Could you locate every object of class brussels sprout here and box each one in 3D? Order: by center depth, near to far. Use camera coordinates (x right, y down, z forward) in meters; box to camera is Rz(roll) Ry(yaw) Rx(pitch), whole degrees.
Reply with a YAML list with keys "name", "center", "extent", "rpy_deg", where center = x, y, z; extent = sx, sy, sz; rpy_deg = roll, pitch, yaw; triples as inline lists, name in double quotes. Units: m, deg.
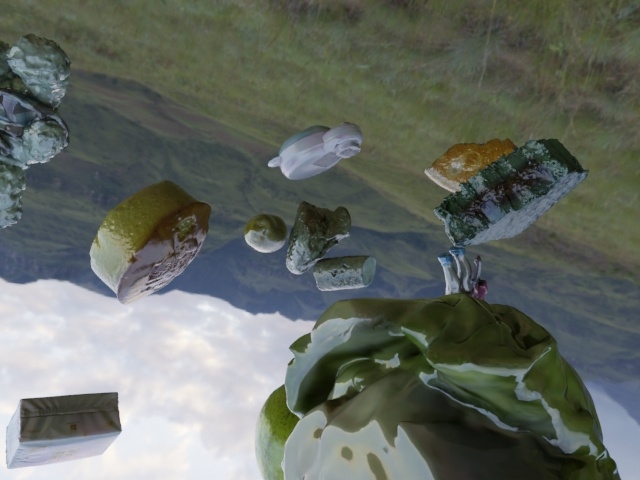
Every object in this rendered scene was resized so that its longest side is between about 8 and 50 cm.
- name: "brussels sprout"
  center: [0.159, 0.281, 0.565]
  extent: [0.342, 0.426, 0.361]
  rpy_deg: [-8, 165, 42]

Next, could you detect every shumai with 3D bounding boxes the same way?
- name: "shumai"
  center: [0.000, 0.000, 1.626]
  extent: [0.203, 0.272, 0.222]
  rpy_deg: [17, 161, -8]

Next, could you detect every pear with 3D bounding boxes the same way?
- name: "pear"
  center: [-0.024, 0.588, 1.449]
  extent: [0.390, 0.391, 0.391]
  rpy_deg: [14, -176, -1]

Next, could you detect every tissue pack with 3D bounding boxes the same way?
- name: "tissue pack"
  center: [-0.643, 0.475, 1.210]
  extent: [0.225, 0.185, 0.124]
  rpy_deg: [9, -134, -38]

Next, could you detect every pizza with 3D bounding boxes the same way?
- name: "pizza"
  center: [0.504, -0.223, 1.495]
  extent: [0.365, 0.182, 0.074]
  rpy_deg: [1, 169, 26]

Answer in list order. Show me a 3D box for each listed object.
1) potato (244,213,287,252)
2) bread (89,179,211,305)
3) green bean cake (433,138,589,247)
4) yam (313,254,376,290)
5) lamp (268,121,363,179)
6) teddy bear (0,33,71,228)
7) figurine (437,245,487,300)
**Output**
- name: "potato"
  center: [-0.195, -0.033, 1.710]
  extent: [0.157, 0.157, 0.194]
  rpy_deg: [14, 170, 4]
- name: "bread"
  center: [-0.350, 0.006, 1.022]
  extent: [0.148, 0.270, 0.270]
  rpy_deg: [38, -172, 8]
- name: "green bean cake"
  center: [0.329, -0.086, 0.848]
  extent: [0.193, 0.107, 0.208]
  rpy_deg: [-7, 153, -33]
- name: "yam"
  center: [0.081, 0.102, 1.530]
  extent: [0.194, 0.108, 0.107]
  rpy_deg: [-8, 170, 35]
- name: "lamp"
  center: [-0.008, -0.241, 1.245]
  extent: [0.245, 0.108, 0.179]
  rpy_deg: [-21, 176, 26]
- name: "teddy bear"
  center: [-0.311, -0.107, 0.468]
  extent: [0.133, 0.213, 0.111]
  rpy_deg: [26, -161, -2]
- name: "figurine"
  center: [0.286, 0.144, 0.953]
  extent: [0.102, 0.260, 0.205]
  rpy_deg: [-2, -157, 44]
